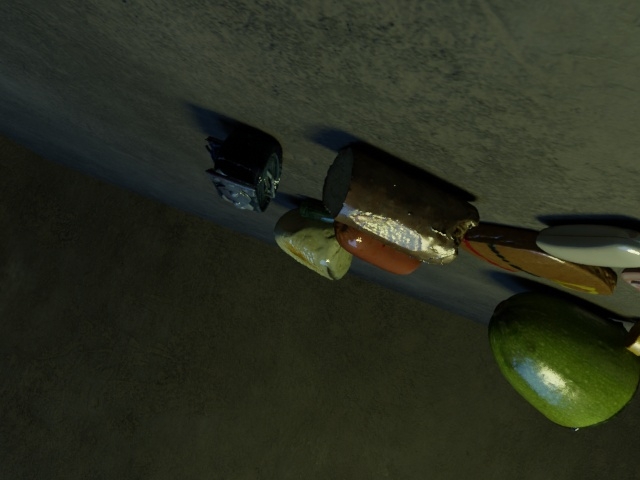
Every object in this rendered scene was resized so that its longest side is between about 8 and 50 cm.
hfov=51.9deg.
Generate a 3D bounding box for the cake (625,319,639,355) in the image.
[{"bbox_3d":[0.744,0.225,1.522,0.044,0.084,0.084,28,174,7],"label":"cake"}]

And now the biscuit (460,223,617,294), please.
[{"bbox_3d":[0.394,0.041,1.238,0.262,0.052,0.277,27,171,-41],"label":"biscuit"}]

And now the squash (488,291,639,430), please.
[{"bbox_3d":[0.558,0.262,1.597,0.308,0.310,0.310,32,169,-28],"label":"squash"}]

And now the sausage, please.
[{"bbox_3d":[0.126,0.001,1.522,0.113,0.114,0.259,14,171,45],"label":"sausage"}]

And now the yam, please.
[{"bbox_3d":[0.123,-0.052,1.050,0.238,0.129,0.128,22,138,-18],"label":"yam"}]

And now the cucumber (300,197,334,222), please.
[{"bbox_3d":[0.003,-0.067,1.594,0.105,0.048,0.048,17,173,27],"label":"cucumber"}]

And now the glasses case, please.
[{"bbox_3d":[0.398,0.007,0.953,0.081,0.051,0.204,25,173,-21],"label":"glasses case"}]

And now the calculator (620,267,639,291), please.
[{"bbox_3d":[0.641,0.105,1.046,0.329,0.048,0.220,25,174,-15],"label":"calculator"}]

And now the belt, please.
[{"bbox_3d":[-0.146,-0.132,1.230,0.128,0.122,0.218,22,167,5],"label":"belt"}]

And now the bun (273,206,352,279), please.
[{"bbox_3d":[0.000,0.000,1.729,0.244,0.153,0.244,38,172,6],"label":"bun"}]
